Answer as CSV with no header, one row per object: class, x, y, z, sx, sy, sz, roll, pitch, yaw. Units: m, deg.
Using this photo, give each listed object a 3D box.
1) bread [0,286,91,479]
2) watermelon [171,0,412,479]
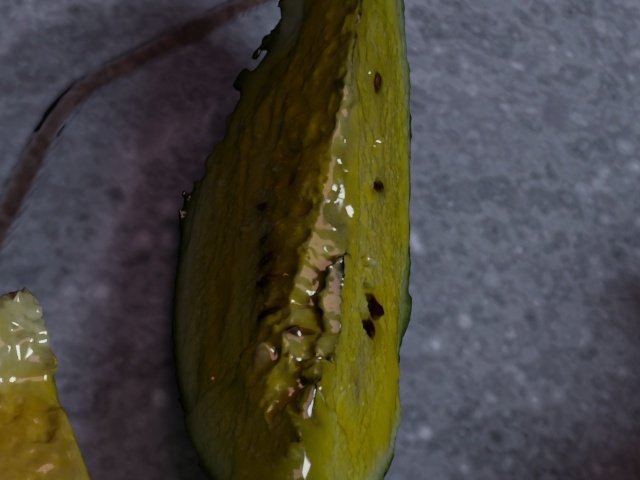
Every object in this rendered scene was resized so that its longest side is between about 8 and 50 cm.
bread,-0.144,0.127,0.592,0.169,0.140,0.160,-23,59,-27
watermelon,0.000,0.000,0.734,0.123,0.129,0.301,14,61,-11
